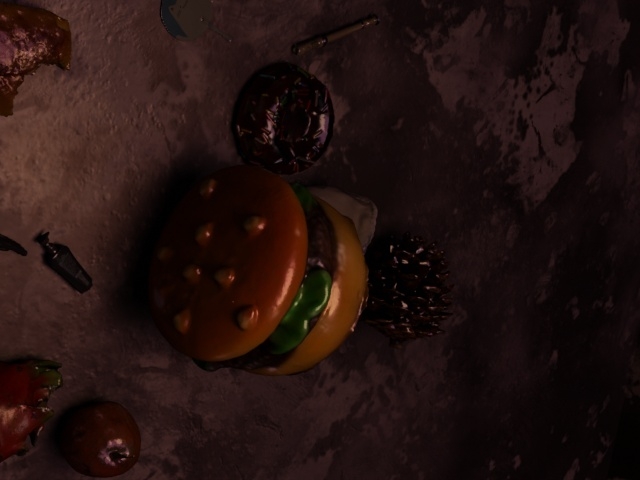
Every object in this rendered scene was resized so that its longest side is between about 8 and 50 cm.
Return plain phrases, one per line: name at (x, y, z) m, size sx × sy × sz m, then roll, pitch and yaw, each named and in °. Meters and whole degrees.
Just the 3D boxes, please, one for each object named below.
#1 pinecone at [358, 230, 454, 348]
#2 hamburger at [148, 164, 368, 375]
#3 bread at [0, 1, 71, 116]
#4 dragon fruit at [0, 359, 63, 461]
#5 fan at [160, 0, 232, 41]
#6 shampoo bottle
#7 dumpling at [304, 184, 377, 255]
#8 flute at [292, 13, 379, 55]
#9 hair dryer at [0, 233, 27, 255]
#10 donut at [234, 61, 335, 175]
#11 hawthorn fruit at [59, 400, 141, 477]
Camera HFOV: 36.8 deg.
pinecone at (0.201, 0.118, 2.231) m, size 0.224 × 0.224 × 0.272 m, roll 16°, pitch 90°, yaw -46°
hamburger at (-0.141, 0.054, 1.777) m, size 0.277 × 0.396 × 0.395 m, roll 25°, pitch 88°, yaw -47°
bread at (-0.549, -0.273, 1.427) m, size 0.380 × 0.109 × 0.185 m, roll -4°, pitch 108°, yaw -45°
dragon fruit at (-0.542, 0.300, 1.613) m, size 0.269 × 0.198 × 0.200 m, roll 8°, pitch 89°, yaw -60°
fan at (-0.222, -0.408, 1.765) m, size 0.175 × 0.005 × 0.113 m, roll 28°, pitch 85°, yaw -46°
shampoo bottle at (-0.451, 0.040, 1.698) m, size 0.048 × 0.027 × 0.137 m, roll -60°, pitch 138°, yaw -28°
dumpling at (0.003, 0.001, 1.988) m, size 0.175 × 0.227 × 0.243 m, roll 21°, pitch 100°, yaw -51°
flute at (0.034, -0.425, 1.994) m, size 0.233 × 0.027 × 0.027 m, roll -29°, pitch 124°, yaw -34°
hair dryer at (-0.569, 0.021, 1.562) m, size 0.219 × 0.075 × 0.195 m, roll 12°, pitch 107°, yaw -53°
donut at (-0.061, -0.236, 1.931) m, size 0.235 × 0.089 × 0.235 m, roll -18°, pitch 116°, yaw -41°
hawthorn fruit at (-0.405, 0.384, 1.778) m, size 0.149 × 0.189 × 0.149 m, roll -6°, pitch 120°, yaw -11°
